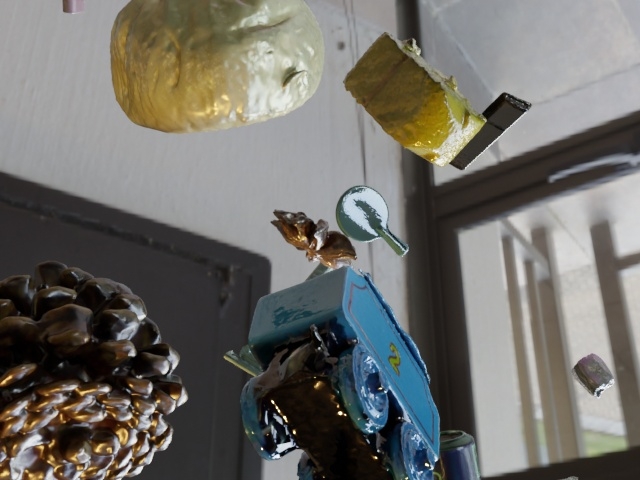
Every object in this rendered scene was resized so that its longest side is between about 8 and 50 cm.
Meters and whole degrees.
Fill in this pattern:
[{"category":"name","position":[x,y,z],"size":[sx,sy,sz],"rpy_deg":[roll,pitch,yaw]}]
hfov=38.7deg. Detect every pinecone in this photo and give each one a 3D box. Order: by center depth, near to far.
[{"category":"pinecone","position":[-0.424,0.223,1.405],"size":[0.398,0.397,0.397],"rpy_deg":[0,148,0]}]

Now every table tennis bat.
[{"category":"table tennis bat","position":[0.119,-0.036,2.018],"size":[0.201,0.124,0.033],"rpy_deg":[41,165,-17]}]

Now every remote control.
[{"category":"remote control","position":[0.303,-0.200,1.691],"size":[0.063,0.025,0.245],"rpy_deg":[25,152,-9]}]

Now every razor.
[{"category":"razor","position":[-0.063,0.145,1.774],"size":[0.111,0.278,0.056],"rpy_deg":[28,154,20]}]

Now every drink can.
[{"category":"drink can","position":[0.257,0.479,1.767],"size":[0.118,0.204,0.118],"rpy_deg":[-11,179,0]}]

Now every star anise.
[{"category":"star anise","position":[0.000,0.000,1.654],"size":[0.195,0.065,0.182],"rpy_deg":[45,163,-29]}]

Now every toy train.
[{"category":"toy train","position":[0.031,0.201,1.187],"size":[0.188,0.265,0.300],"rpy_deg":[-21,119,21]}]

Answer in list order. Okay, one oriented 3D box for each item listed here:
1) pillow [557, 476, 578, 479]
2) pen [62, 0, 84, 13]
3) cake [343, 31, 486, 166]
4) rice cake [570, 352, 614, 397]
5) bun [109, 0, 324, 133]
[{"category":"pillow","position":[0.427,0.474,1.575],"size":[0.128,0.051,0.229],"rpy_deg":[-19,-169,-4]},{"category":"pen","position":[-0.408,-0.477,1.505],"size":[0.032,0.053,0.197],"rpy_deg":[13,111,15]},{"category":"cake","position":[0.174,-0.244,1.616],"size":[0.179,0.260,0.156],"rpy_deg":[16,120,-47]},{"category":"rice cake","position":[0.520,0.259,1.742],"size":[0.056,0.072,0.365],"rpy_deg":[-40,163,6]},{"category":"bun","position":[-0.117,-0.203,0.951],"size":[0.244,0.244,0.153],"rpy_deg":[-7,118,11]}]
